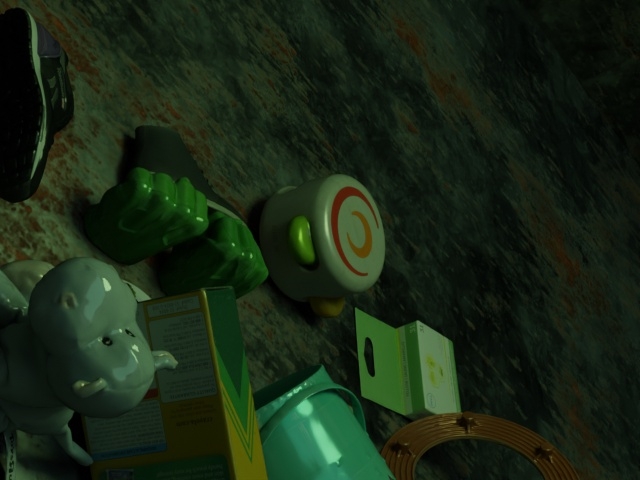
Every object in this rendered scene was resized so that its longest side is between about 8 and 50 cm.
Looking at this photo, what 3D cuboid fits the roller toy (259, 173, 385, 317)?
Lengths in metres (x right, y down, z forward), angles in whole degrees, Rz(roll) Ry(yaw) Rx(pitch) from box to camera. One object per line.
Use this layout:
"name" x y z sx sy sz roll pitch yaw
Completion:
"roller toy" 0.000 0.000 2.258 0.209 0.146 0.191 49 43 -37

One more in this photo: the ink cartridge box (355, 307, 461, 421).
"ink cartridge box" 0.153 0.218 2.436 0.235 0.056 0.171 33 44 -46

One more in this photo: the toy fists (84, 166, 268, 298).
"toy fists" -0.187 -0.004 1.970 0.279 0.142 0.096 40 39 -38

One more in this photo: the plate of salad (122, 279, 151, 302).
"plate of salad" -0.245 0.139 1.871 0.200 0.048 0.199 35 42 -40

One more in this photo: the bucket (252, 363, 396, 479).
"bucket" -0.057 0.296 1.852 0.183 0.281 0.281 61 30 -1

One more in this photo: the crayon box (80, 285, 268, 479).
"crayon box" -0.181 0.231 1.716 0.083 0.203 0.322 -1 80 -65

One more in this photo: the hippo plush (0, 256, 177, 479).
"hippo plush" -0.308 0.138 1.546 0.234 0.237 0.294 -18 95 -46

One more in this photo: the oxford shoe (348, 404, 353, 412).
"oxford shoe" 0.039 0.391 2.039 0.140 0.147 0.397 42 38 -34

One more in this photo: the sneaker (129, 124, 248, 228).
"sneaker" -0.186 -0.083 2.086 0.222 0.083 0.118 34 42 -40

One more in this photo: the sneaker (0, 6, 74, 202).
"sneaker" -0.363 -0.164 1.852 0.124 0.107 0.283 36 41 -49

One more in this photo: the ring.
"ring" 0.259 0.382 2.273 0.336 0.337 0.032 -60 162 -54
